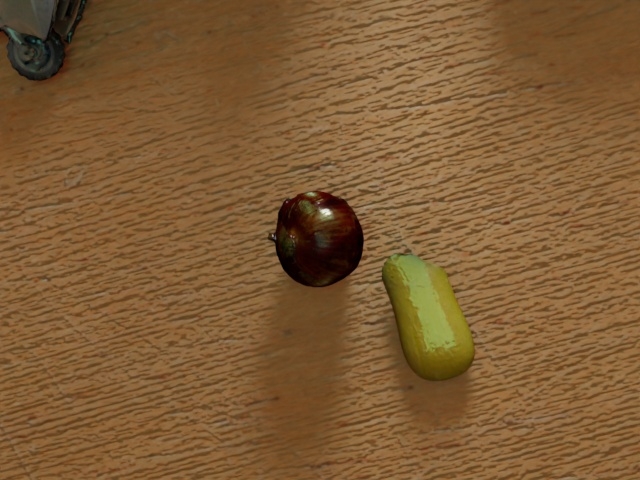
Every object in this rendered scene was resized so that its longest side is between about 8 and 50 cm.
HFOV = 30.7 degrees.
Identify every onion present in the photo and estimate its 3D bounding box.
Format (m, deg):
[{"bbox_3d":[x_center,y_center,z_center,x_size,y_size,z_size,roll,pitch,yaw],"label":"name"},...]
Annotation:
[{"bbox_3d":[0.000,0.000,1.424,0.118,0.118,0.117,2,110,8],"label":"onion"}]

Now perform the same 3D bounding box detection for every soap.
[{"bbox_3d":[0.135,0.092,1.449,0.089,0.033,0.169,-16,90,7],"label":"soap"}]

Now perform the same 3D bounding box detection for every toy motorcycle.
[{"bbox_3d":[-0.387,-0.344,1.468,0.204,0.108,0.239,28,96,6],"label":"toy motorcycle"}]
